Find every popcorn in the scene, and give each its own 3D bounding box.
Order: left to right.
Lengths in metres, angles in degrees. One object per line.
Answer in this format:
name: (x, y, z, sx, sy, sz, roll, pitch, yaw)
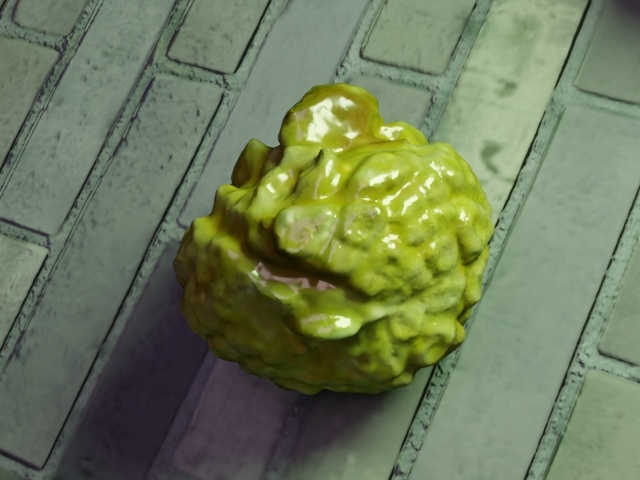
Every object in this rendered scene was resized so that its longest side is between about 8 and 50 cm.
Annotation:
popcorn: (0.000, 0.000, 1.044, 0.251, 0.206, 0.237, 39, 102, 48)
